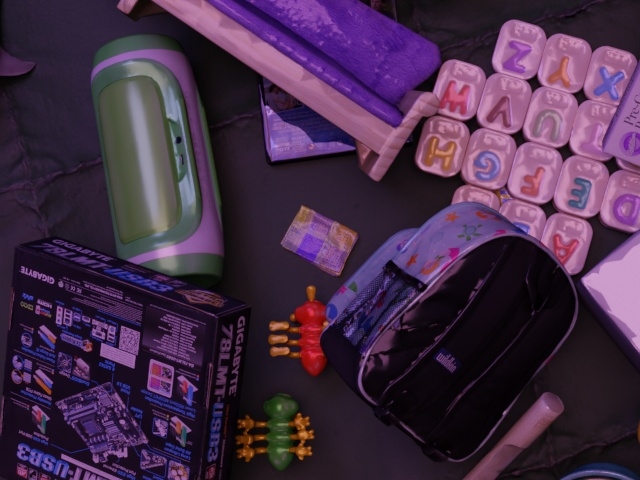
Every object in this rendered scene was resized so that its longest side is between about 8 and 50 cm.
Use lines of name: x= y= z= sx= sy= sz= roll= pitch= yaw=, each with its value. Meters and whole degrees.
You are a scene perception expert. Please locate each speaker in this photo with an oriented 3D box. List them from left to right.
speaker: x=-0.193 y=-0.088 z=1.622 sx=0.131 sy=0.131 sz=0.296 roll=-12 pitch=76 yaw=6

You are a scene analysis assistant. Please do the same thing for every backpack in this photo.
backpack: x=0.148 y=0.087 z=1.519 sx=0.253 sy=0.191 sz=0.225 roll=-46 pitch=124 yaw=4

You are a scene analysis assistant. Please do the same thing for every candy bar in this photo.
candy bar: x=0.223 y=-0.049 z=1.632 sx=0.040 sy=0.018 sz=0.161 roll=-7 pitch=84 yaw=6

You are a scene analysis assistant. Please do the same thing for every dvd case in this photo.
dvd case: x=0.009 y=-0.226 z=1.676 sx=0.180 sy=0.022 sz=0.253 roll=-8 pitch=83 yaw=7

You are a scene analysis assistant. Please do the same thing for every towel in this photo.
towel: x=0.000 y=0.000 z=1.658 sx=0.083 sy=0.009 sz=0.060 roll=29 pitch=89 yaw=9

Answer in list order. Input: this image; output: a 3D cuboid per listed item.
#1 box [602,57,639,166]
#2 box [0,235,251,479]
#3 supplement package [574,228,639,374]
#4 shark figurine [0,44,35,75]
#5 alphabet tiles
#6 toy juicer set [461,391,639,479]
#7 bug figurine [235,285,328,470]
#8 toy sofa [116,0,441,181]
box: x=0.409 y=-0.237 z=1.529 sx=0.067 sy=0.063 sz=0.324 roll=24 pitch=107 yaw=3
box: x=-0.229 y=0.173 z=1.547 sx=0.296 sy=0.073 sz=0.293 roll=16 pitch=109 yaw=29
supplement package: x=0.395 y=0.077 z=1.503 sx=0.149 sy=0.203 sz=0.194 roll=-39 pitch=81 yaw=2
shark figurine: x=-0.403 y=-0.265 z=1.710 sx=0.116 sy=0.166 sz=0.278 roll=19 pitch=67 yaw=-16
alphabet tiles: x=0.261 y=-0.112 z=1.617 sx=0.284 sy=0.021 sz=0.278 roll=17 pitch=85 yaw=2
toy juicer set: x=0.319 y=0.271 z=1.502 sx=0.329 sy=0.089 sz=0.209 roll=16 pitch=125 yaw=9
bug figurine: x=-0.103 y=0.161 z=1.621 sx=0.279 sy=0.072 sz=0.216 roll=0 pitch=77 yaw=12
toy sofa: x=-0.035 y=-0.235 z=1.548 sx=0.363 sy=0.150 sz=0.177 roll=34 pitch=94 yaw=-7
